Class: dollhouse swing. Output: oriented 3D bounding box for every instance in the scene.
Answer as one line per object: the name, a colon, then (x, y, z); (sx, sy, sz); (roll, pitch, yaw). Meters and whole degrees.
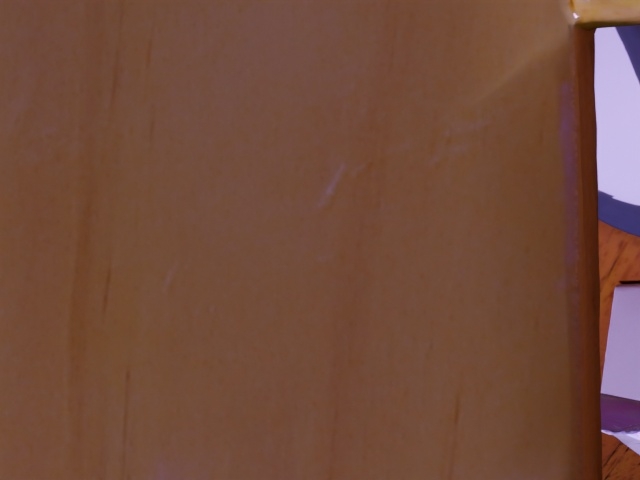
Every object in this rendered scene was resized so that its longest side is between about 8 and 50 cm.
dollhouse swing: (-0.028, -0.049, 0.672); (0.347, 0.305, 0.315); (-1, -165, 20)

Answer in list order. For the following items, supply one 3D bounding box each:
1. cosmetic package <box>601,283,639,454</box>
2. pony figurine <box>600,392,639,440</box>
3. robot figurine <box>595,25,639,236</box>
cosmetic package: (0.370, 0.101, 1.363); (0.309, 0.113, 0.160); (-5, 155, 36)
pony figurine: (0.260, 0.124, 1.137); (0.351, 0.303, 0.363); (17, 117, -39)
robot figurine: (0.175, -0.097, 0.824); (0.209, 0.174, 0.278); (12, 161, -12)
